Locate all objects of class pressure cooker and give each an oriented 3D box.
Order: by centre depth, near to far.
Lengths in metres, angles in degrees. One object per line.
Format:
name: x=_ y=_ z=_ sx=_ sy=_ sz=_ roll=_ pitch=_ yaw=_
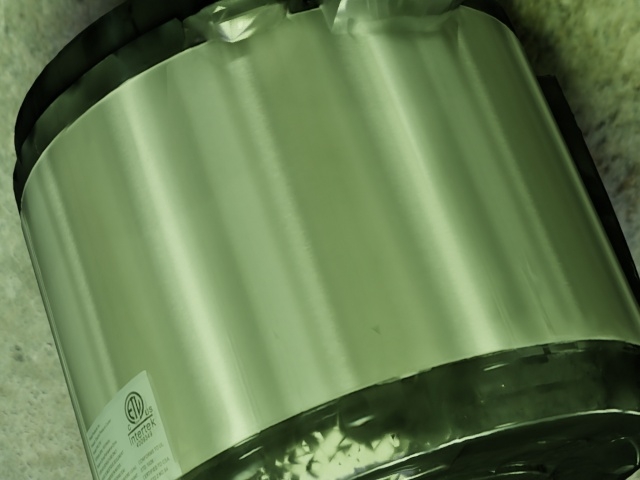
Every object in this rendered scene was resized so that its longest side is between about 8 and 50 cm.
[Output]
pressure cooker: x=-0.004 y=0.000 z=1.098 sx=0.370 sy=0.420 sz=0.375 roll=-26 pitch=156 yaw=12
